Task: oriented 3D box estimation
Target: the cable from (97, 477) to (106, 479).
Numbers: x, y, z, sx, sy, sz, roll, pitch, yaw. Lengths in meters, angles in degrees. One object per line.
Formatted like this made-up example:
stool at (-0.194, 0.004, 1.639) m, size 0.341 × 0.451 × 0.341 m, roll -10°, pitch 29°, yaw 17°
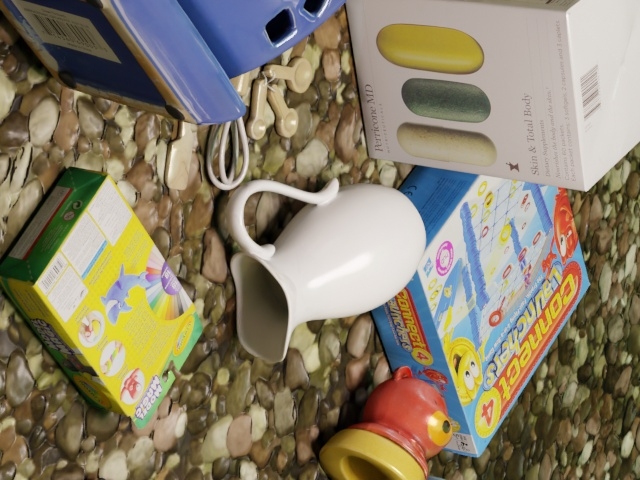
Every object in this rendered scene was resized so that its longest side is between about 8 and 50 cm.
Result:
cable at (-0.215, 0.287, 1.725) m, size 0.184 × 0.047 × 0.151 m, roll 12°, pitch 89°, yaw -56°

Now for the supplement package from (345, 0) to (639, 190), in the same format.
supplement package at (0.196, -0.195, 2.006) m, size 0.198 × 0.262 × 0.199 m, roll -39°, pitch 129°, yaw -44°

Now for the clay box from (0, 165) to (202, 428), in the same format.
clay box at (-0.188, 0.056, 1.695) m, size 0.127 × 0.053 × 0.222 m, roll -59°, pitch 143°, yaw -28°

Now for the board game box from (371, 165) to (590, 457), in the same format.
board game box at (0.181, 0.033, 2.207) m, size 0.308 × 0.086 × 0.302 m, roll -53°, pitch 138°, yaw -34°

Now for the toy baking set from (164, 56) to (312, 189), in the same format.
toy baking set at (-0.070, -0.160, 1.831) m, size 0.256 × 0.030 × 0.197 m, roll -41°, pitch 131°, yaw -44°

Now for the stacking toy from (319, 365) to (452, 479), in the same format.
stacking toy at (0.173, 0.284, 2.099) m, size 0.130 × 0.279 × 0.309 m, roll -58°, pitch 145°, yaw -28°

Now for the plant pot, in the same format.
plant pot at (-0.137, -0.236, 1.541) m, size 0.212 × 0.236 × 0.236 m, roll -57°, pitch 141°, yaw -19°

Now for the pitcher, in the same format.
pitcher at (0.000, 0.000, 1.909) m, size 0.207 × 0.125 × 0.178 m, roll -29°, pitch 116°, yaw -35°
